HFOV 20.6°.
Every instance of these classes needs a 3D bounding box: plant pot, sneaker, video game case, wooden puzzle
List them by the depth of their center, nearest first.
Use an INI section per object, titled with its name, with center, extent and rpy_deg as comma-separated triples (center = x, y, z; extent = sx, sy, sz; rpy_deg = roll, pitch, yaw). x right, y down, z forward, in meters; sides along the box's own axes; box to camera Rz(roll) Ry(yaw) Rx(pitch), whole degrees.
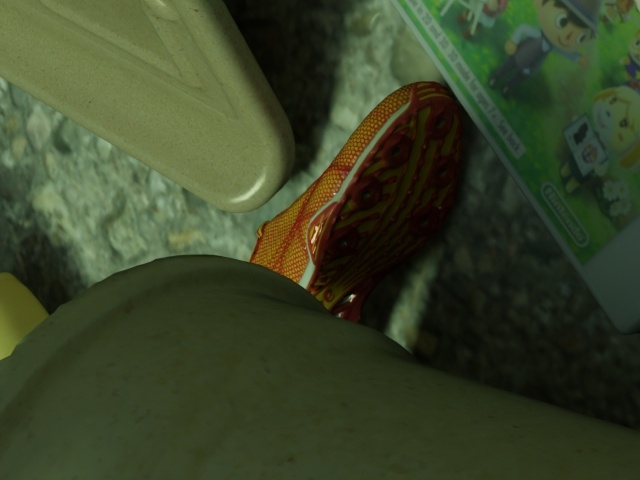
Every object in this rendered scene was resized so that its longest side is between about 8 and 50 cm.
[plant pot]
center = 0.070, 0.182, 0.555
extent = 0.305, 0.334, 0.334
rpy_deg = 5, 104, 31
[video game case]
center = 0.112, -0.104, 0.620
extent = 0.193, 0.023, 0.212
rpy_deg = -47, 68, 39
[sneaker]
center = 0.000, 0.000, 0.727
extent = 0.175, 0.064, 0.067
rpy_deg = -58, 46, 30
[wooden puzzle]
center = -0.156, -0.199, 0.735
extent = 0.322, 0.080, 0.348
rpy_deg = 30, 156, 37

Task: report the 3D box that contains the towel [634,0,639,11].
[towel]
center = 0.204, -0.114, 0.387
extent = 0.332, 0.053, 0.317
rpy_deg = -45, 57, 39

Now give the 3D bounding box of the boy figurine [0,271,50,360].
[boy figurine]
center = -0.184, 0.095, 0.902
extent = 0.285, 0.092, 0.177
rpy_deg = 45, 127, 31
